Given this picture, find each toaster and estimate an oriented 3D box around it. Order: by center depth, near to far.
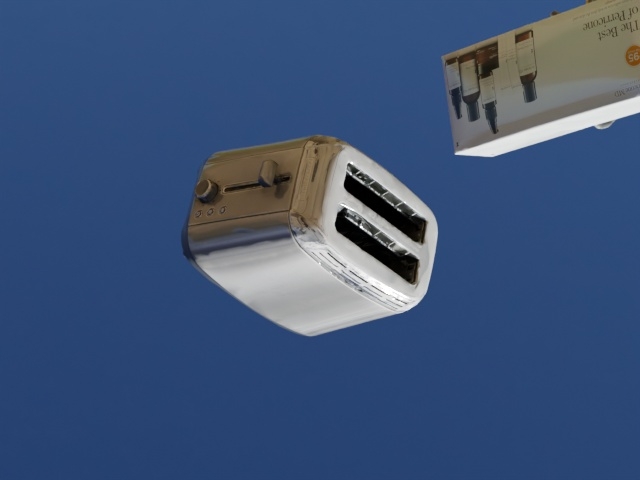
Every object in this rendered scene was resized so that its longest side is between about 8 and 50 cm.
[{"bbox_3d":[0.000,0.000,1.634,0.146,0.227,0.129,-12,-127,41],"label":"toaster"}]

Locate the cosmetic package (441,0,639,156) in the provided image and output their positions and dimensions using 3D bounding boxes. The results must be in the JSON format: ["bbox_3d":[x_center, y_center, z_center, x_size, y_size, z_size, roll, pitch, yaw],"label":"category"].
[{"bbox_3d":[0.216,-0.148,1.672,0.060,0.099,0.239,-2,170,-43],"label":"cosmetic package"}]

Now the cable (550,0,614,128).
[{"bbox_3d":[0.289,-0.165,2.005,0.072,0.287,0.139,26,-101,28],"label":"cable"}]
